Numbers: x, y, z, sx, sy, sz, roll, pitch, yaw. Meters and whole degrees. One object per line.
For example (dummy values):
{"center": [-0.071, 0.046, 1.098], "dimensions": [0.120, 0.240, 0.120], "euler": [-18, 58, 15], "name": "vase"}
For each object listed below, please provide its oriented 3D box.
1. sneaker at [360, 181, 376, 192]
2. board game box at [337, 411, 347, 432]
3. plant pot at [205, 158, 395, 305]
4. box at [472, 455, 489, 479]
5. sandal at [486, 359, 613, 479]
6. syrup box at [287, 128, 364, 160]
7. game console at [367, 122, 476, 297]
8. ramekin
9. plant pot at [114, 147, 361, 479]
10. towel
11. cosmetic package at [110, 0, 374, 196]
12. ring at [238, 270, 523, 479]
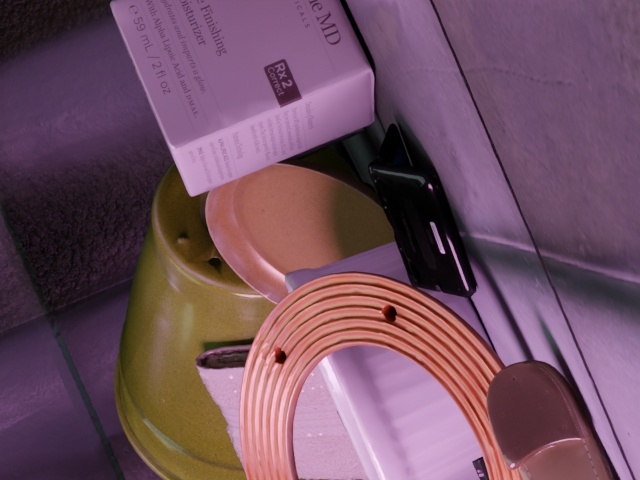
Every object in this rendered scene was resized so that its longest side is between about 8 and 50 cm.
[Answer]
{"center": [0.050, 0.000, 1.870], "dimensions": [0.170, 0.051, 0.089], "euler": [29, -136, -71], "name": "sneaker"}
{"center": [0.127, 0.251, 1.802], "dimensions": [0.260, 0.136, 0.030], "euler": [64, 152, 30], "name": "board game box"}
{"center": [0.000, 0.000, 1.821], "dimensions": [0.032, 0.236, 0.236], "euler": [-61, -35, -36], "name": "plant pot"}
{"center": [0.166, 0.200, 1.472], "dimensions": [0.052, 0.062, 0.083], "euler": [106, 140, -82], "name": "box"}
{"center": [0.186, 0.195, 1.275], "dimensions": [0.079, 0.088, 0.240], "euler": [-1, -108, -60], "name": "sandal"}
{"center": [-0.048, -0.196, 1.826], "dimensions": [0.096, 0.093, 0.237], "euler": [-152, 38, -84], "name": "syrup box"}
{"center": [0.092, -0.026, 1.534], "dimensions": [0.107, 0.071, 0.122], "euler": [11, 132, 48], "name": "game console"}
{"center": [0.083, 0.131, 1.675], "dimensions": [0.277, 0.135, 0.277], "euler": [157, 90, -87], "name": "ramekin"}
{"center": [-0.070, 0.065, 2.148], "dimensions": [0.353, 0.366, 0.366], "euler": [90, 158, -53], "name": "plant pot"}
{"center": [0.021, 0.187, 1.990], "dimensions": [0.049, 0.282, 0.187], "euler": [-70, -32, -47], "name": "towel"}
{"center": [-0.064, -0.154, 1.620], "dimensions": [0.151, 0.183, 0.151], "euler": [79, 167, -76], "name": "cosmetic package"}
{"center": [0.061, 0.186, 1.493], "dimensions": [0.336, 0.032, 0.337], "euler": [15, 113, 41], "name": "ring"}
